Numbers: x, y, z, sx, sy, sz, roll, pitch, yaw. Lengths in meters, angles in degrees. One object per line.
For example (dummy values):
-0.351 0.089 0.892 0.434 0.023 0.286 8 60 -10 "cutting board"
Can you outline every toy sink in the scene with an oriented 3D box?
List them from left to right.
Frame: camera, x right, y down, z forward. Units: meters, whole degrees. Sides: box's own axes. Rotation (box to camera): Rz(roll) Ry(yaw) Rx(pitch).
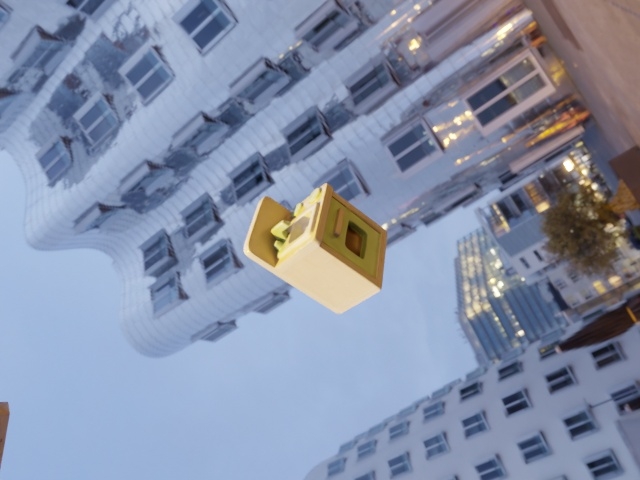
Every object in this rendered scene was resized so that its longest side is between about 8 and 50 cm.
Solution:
0.000 0.000 1.088 0.234 0.131 0.153 35 -138 -22 "toy sink"

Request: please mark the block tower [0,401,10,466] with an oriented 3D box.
-0.531 0.214 0.630 0.335 0.091 0.097 7 -166 -33 "block tower"
